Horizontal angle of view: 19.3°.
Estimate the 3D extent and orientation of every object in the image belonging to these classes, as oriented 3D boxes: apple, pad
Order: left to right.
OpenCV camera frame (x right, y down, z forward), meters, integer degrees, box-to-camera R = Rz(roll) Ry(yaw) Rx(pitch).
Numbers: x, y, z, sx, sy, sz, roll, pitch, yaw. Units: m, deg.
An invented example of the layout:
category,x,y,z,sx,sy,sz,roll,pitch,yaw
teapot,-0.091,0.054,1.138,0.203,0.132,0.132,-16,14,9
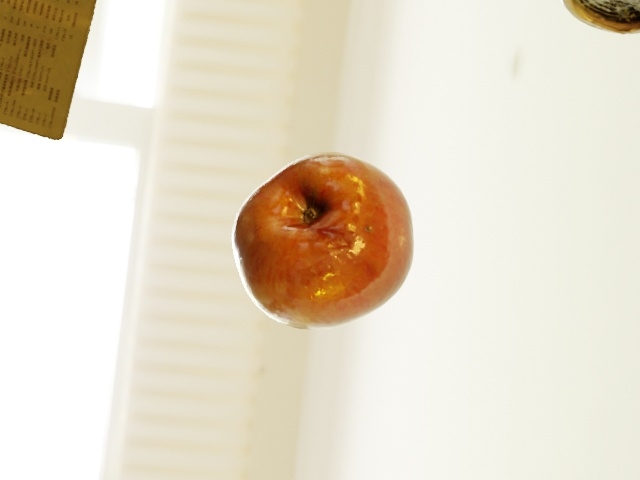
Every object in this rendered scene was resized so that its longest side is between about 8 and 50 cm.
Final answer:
category,x,y,z,sx,sy,sz,roll,pitch,yaw
pad,-0.264,-0.232,1.617,0.009,0.159,0.265,-23,128,-74
apple,0.000,0.000,2.114,0.164,0.209,0.209,55,33,-61

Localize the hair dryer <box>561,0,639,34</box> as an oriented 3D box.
category,x,y,z,sx,sy,sz,roll,pitch,yaw
hair dryer,0.353,-0.269,1.447,0.344,0.107,0.189,-2,-120,35
